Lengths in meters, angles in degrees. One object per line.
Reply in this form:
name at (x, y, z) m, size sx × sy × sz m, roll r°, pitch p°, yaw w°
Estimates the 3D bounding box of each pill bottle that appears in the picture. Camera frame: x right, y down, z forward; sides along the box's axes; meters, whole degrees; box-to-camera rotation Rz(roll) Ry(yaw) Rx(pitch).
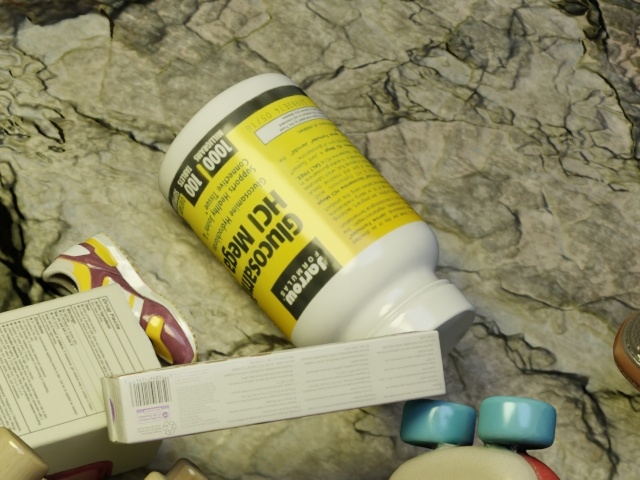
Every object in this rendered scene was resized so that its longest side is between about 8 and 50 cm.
pill bottle at (0.000, 0.000, 2.015) m, size 0.188 × 0.188 × 0.334 m, roll -30°, pitch 68°, yaw -35°

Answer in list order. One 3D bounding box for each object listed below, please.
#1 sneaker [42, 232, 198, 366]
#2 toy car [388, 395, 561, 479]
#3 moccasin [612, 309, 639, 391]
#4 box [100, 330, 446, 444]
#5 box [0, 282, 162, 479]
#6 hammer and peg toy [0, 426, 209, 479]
sneaker at (-0.202, 0.078, 1.967) m, size 0.084 × 0.069 × 0.185 m, roll -34°, pitch 65°, yaw -27°
toy car at (0.199, 0.279, 1.878) m, size 0.238 × 0.210 × 0.219 m, roll 17°, pitch 74°, yaw -38°
moccasin at (0.483, 0.192, 2.094) m, size 0.380 × 0.147 × 0.139 m, roll 24°, pitch 64°, yaw -7°
box at (-0.042, 0.135, 1.808) m, size 0.324 × 0.063 × 0.067 m, roll -8°, pitch 89°, yaw -23°
box at (-0.276, 0.155, 1.836) m, size 0.232 × 0.127 × 0.149 m, roll -14°, pitch 60°, yaw -29°
hammer and peg toy at (-0.130, 0.274, 1.712) m, size 0.361 × 0.266 × 0.127 m, roll 40°, pitch 90°, yaw 5°
